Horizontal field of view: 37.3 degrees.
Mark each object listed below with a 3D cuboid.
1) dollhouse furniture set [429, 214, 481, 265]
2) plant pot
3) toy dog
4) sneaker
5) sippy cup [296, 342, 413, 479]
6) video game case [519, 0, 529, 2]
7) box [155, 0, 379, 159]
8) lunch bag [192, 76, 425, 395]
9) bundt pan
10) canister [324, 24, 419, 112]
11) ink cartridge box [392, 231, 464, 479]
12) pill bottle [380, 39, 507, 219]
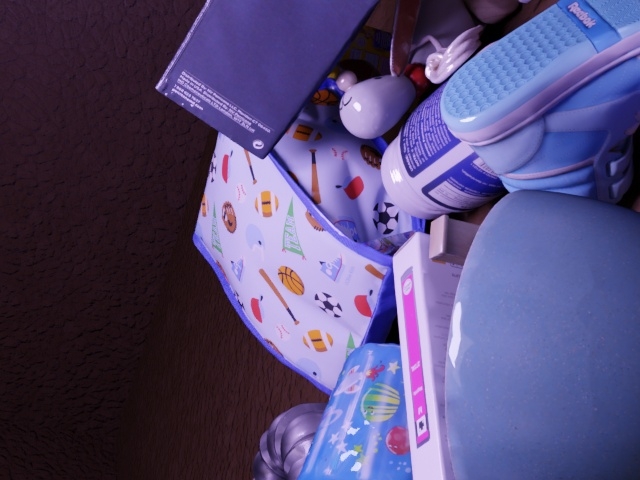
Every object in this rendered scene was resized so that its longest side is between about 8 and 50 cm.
[{"bbox_3d":[0.211,0.060,0.949,0.101,0.182,0.161,145,133,-63],"label":"dollhouse furniture set"},{"bbox_3d":[0.251,0.105,0.754,0.195,0.290,0.290,2,79,33],"label":"plant pot"},{"bbox_3d":[0.120,-0.284,1.251,0.220,0.161,0.333,-41,4,36],"label":"toy dog"},{"bbox_3d":[0.298,-0.146,0.936,0.319,0.208,0.127,-28,38,18],"label":"sneaker"},{"bbox_3d":[0.091,0.252,1.148,0.305,0.240,0.224,-5,62,41],"label":"sippy cup"},{"bbox_3d":[0.297,-0.406,1.210,0.143,0.019,0.157,144,133,-63],"label":"video game case"},{"bbox_3d":[-0.033,-0.317,1.250,0.294,0.183,0.296,-51,10,40],"label":"box"},{"bbox_3d":[0.000,0.000,1.414,0.385,0.239,0.328,56,146,35],"label":"lunch bag"},{"bbox_3d":[-0.029,0.410,1.507,0.331,0.124,0.330,-168,90,-71],"label":"bundt pan"},{"bbox_3d":[0.079,-0.279,1.514,0.073,0.170,0.126,-175,96,-70],"label":"canister"},{"bbox_3d":[0.178,0.172,0.985,0.069,0.176,0.371,-51,34,46],"label":"ink cartridge box"},{"bbox_3d":[0.186,-0.123,1.162,0.265,0.153,0.153,144,134,-61],"label":"pill bottle"}]
